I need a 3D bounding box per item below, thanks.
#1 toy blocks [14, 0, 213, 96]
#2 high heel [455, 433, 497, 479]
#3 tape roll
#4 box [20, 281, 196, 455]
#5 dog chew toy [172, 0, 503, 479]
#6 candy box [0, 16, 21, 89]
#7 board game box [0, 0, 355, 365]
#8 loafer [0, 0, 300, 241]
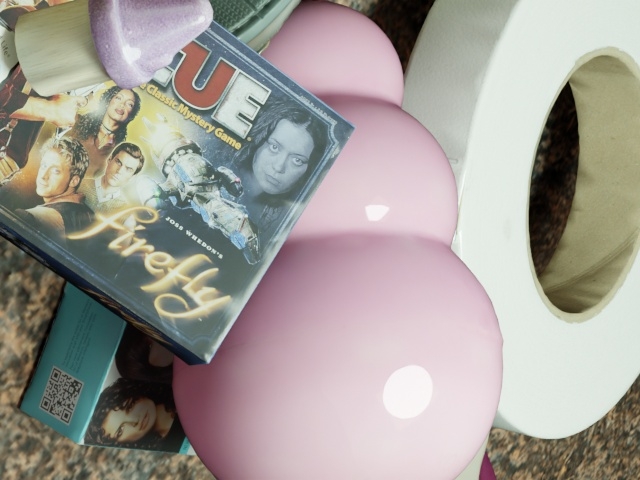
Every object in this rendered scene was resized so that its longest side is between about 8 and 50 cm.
[{"bbox_3d":[-0.044,-0.249,0.884,0.309,0.260,0.288,61,23,-43],"label":"toy blocks"},{"bbox_3d":[0.074,0.177,1.573,0.127,0.181,0.377,-28,115,-11],"label":"high heel"},{"bbox_3d":[0.176,-0.045,1.439,0.392,0.072,0.392,-20,115,-51],"label":"tape roll"},{"bbox_3d":[-0.086,0.091,1.313,0.244,0.060,0.100,14,100,-53],"label":"box"},{"bbox_3d":[0.000,0.000,1.211,0.206,0.206,0.332,15,63,-53],"label":"dog chew toy"},{"bbox_3d":[-0.261,-0.055,0.923,0.196,0.165,0.070,-57,143,-10],"label":"candy box"},{"bbox_3d":[-0.122,-0.066,1.065,0.243,0.042,0.165,35,75,-14],"label":"board game box"},{"bbox_3d":[-0.118,-0.098,1.156,0.267,0.096,0.084,-37,155,-22],"label":"loafer"}]
